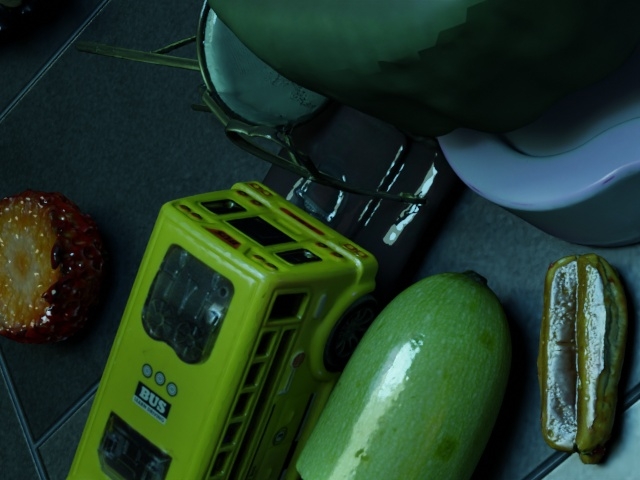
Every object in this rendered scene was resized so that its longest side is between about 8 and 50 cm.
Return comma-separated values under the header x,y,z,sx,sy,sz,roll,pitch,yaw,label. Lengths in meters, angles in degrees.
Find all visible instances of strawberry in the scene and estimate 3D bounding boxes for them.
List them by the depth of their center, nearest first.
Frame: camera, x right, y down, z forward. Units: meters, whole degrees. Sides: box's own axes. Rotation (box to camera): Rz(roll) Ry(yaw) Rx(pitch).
x,y,z,sx,sy,sz,roll,pitch,yaw,label
-0.245,0.025,1.463,0.145,0.086,0.145,-16,64,38,strawberry

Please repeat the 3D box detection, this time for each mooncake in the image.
x,y,z,sx,sy,sz,roll,pitch,yaw,label
0.086,-0.249,1.065,0.356,0.194,0.356,-13,71,41,mooncake

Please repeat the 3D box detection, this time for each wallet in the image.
x,y,z,sx,sy,sz,roll,pitch,yaw,label
0.000,0.000,1.290,0.182,0.049,0.229,36,98,45,wallet

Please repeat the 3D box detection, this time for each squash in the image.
x,y,z,sx,sy,sz,roll,pitch,yaw,label
0.071,0.108,1.152,0.123,0.123,0.186,30,92,42,squash

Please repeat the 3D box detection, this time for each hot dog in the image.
x,y,z,sx,sy,sz,roll,pitch,yaw,label
0.178,0.079,1.117,0.062,0.038,0.144,-7,73,36,hot dog

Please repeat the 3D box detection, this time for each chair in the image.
x,y,z,sx,sy,sz,roll,pitch,yaw,label
-0.036,-0.143,1.255,0.326,0.160,0.170,22,86,53,chair

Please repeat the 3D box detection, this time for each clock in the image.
x,y,z,sx,sy,sz,roll,pitch,yaw,label
0.231,-0.142,1.103,0.339,0.102,0.338,-14,67,37,clock

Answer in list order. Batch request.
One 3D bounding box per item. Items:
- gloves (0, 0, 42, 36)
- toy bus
x,y,z,sx,sy,sz,roll,pitch,yaw,label
-0.315,-0.252,1.589,0.203,0.124,0.164,33,113,42,gloves
-0.088,0.131,1.197,0.145,0.151,0.331,32,113,28,toy bus
